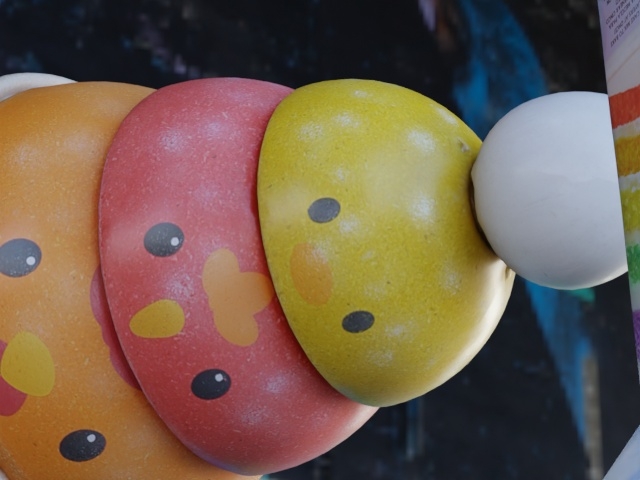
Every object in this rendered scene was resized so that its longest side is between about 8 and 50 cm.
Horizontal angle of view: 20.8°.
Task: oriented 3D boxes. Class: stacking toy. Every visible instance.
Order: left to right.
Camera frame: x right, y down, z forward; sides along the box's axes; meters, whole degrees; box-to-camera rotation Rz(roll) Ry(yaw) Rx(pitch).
[{"bbox_3d":[0.000,0.000,1.117,0.480,0.350,0.350,-18,-30,30],"label":"stacking toy"}]

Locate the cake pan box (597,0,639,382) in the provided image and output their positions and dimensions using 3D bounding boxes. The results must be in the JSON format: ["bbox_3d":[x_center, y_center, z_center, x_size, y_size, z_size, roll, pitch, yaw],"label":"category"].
[{"bbox_3d":[0.204,-0.063,0.695,0.070,0.245,0.267,4,-23,-18],"label":"cake pan box"}]

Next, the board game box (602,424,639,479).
[{"bbox_3d":[0.151,0.035,0.427,0.039,0.211,0.160,31,4,-18],"label":"board game box"}]
